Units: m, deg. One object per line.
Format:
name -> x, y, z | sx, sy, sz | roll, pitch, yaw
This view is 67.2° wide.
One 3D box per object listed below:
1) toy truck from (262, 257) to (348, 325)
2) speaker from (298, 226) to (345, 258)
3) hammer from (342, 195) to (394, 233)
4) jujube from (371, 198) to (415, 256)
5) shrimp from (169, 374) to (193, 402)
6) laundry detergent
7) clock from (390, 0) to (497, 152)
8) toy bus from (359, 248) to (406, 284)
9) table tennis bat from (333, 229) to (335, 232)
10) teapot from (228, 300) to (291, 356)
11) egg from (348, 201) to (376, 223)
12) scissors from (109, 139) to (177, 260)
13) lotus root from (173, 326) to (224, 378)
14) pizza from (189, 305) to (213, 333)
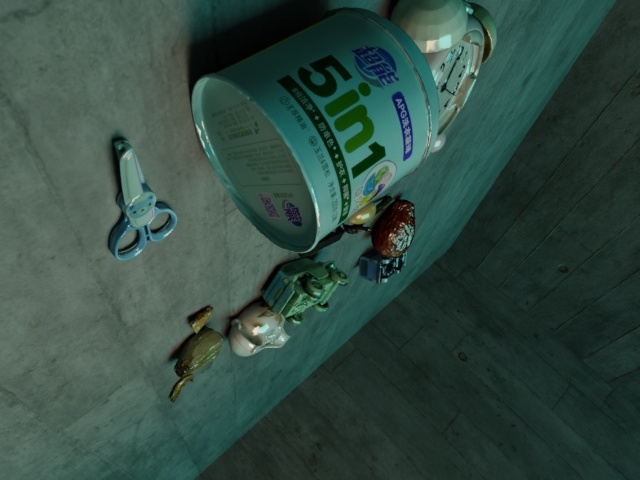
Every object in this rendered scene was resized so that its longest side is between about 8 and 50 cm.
toy truck -> -0.043, 0.146, 1.510 | 0.278, 0.156, 0.155 | -16, 145, -58
speaker -> 0.000, 0.000, 1.484 | 0.191, 0.040, 0.046 | -26, 154, -47
hammer -> 0.178, -0.091, 1.625 | 0.297, 0.125, 0.027 | -38, 123, -47
jujube -> 0.290, -0.050, 1.860 | 0.168, 0.168, 0.237 | -15, 129, -57
shrimp -> -0.438, 0.470, 1.531 | 0.083, 0.023, 0.114 | -19, 144, -59
laundry detergent -> 0.008, -0.182, 0.750 | 0.305, 0.287, 0.287 | -37, 159, -24
clock -> 0.228, -0.360, 1.040 | 0.342, 0.184, 0.326 | -28, 150, -55
toy bus -> 0.277, 0.093, 2.124 | 0.233, 0.133, 0.116 | -25, 122, -48
table tennis bat -> 0.027, -0.113, 1.365 | 0.107, 0.119, 0.170 | 32, 78, -46
teapot -> -0.194, 0.285, 1.501 | 0.204, 0.139, 0.298 | -48, 162, 13
egg -> 0.125, -0.090, 1.507 | 0.096, 0.080, 0.080 | -28, 155, -33
scissors -> -0.287, -0.061, 0.756 | 0.125, 0.030, 0.256 | -37, 162, -29
lotus root -> -0.345, 0.310, 1.336 | 0.144, 0.070, 0.143 | -34, 164, -43
pizza -> -0.315, 0.202, 1.243 | 0.083, 0.025, 0.078 | -54, 166, 1
